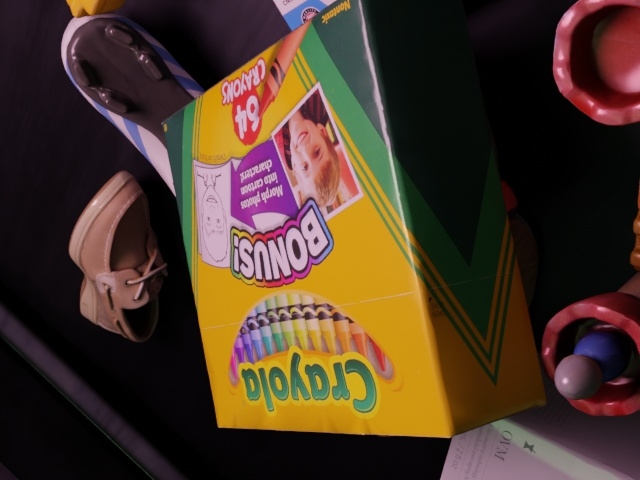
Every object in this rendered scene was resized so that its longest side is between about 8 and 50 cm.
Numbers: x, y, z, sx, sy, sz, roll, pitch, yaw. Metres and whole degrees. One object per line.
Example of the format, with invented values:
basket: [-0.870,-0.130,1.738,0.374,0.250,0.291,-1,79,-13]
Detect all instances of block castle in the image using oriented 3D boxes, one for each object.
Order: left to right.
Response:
block castle: [0.358,0.001,0.514,0.453,0.213,0.303,13,116,37]

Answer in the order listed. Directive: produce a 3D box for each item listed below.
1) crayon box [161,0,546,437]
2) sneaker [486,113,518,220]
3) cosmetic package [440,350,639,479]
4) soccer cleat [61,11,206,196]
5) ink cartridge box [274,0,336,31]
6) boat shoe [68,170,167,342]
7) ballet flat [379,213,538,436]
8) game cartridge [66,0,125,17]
crayon box: [0.000,0.000,0.784,0.363,0.106,0.313,-17,82,57]
sneaker: [0.062,-0.081,0.863,0.276,0.098,0.135,9,113,49]
cosmetic package: [0.245,0.263,0.924,0.225,0.138,0.224,23,122,24]
soccer cleat: [-0.153,-0.127,1.022,0.331,0.116,0.143,50,-177,-25]
ink cartridge box: [0.003,-0.275,0.750,0.148,0.086,0.203,-18,110,49]
boat shoe: [-0.257,0.031,1.238,0.110,0.121,0.341,33,150,8]
ballet flat: [0.118,0.109,0.951,0.116,0.124,0.342,38,140,10]
game cartridge: [-0.237,-0.402,0.820,0.323,0.053,0.285,61,143,9]
